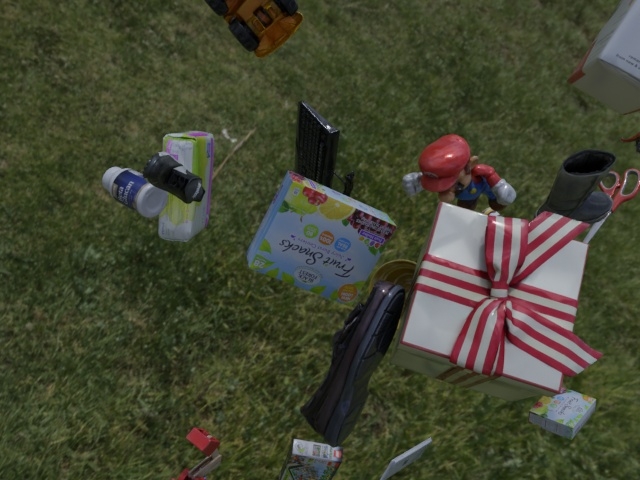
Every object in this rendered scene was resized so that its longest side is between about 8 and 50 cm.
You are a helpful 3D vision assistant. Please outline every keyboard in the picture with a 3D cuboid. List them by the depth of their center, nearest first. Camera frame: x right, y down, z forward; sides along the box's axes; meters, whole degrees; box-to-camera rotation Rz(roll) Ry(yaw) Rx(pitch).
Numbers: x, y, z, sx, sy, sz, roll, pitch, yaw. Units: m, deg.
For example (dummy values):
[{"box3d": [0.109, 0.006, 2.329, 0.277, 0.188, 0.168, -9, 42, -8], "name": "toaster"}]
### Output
[{"box3d": [0.008, -0.169, 1.449, 0.033, 0.317, 0.201, -41, 73, -19], "name": "keyboard"}, {"box3d": [0.227, 0.574, 1.647, 0.014, 0.072, 0.256, 41, 18, 27], "name": "keyboard"}]

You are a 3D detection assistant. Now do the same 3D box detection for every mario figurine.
[{"box3d": [0.325, -0.119, 1.478, 0.320, 0.198, 0.170, 21, 36, -51], "name": "mario figurine"}]

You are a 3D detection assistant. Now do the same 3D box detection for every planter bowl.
[{"box3d": [0.263, 0.159, 1.914, 0.217, 0.217, 0.090, 53, 23, 9], "name": "planter bowl"}]

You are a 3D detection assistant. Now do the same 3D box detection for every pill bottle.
[{"box3d": [-0.483, -0.130, 1.617, 0.169, 0.094, 0.094, 26, 33, 29], "name": "pill bottle"}]

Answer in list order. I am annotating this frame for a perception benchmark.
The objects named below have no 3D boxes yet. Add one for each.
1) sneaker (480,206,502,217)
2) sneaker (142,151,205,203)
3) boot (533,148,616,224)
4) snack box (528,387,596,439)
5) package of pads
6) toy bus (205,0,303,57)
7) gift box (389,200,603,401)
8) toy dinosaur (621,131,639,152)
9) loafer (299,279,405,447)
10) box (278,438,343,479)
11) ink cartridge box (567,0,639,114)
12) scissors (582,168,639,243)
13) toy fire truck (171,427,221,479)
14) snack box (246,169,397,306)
[{"box3d": [0.540, -0.013, 1.983, 0.070, 0.185, 0.084, -27, 46, -16], "name": "sneaker"}, {"box3d": [-0.315, -0.134, 1.404, 0.106, 0.078, 0.234, 29, -3, 8], "name": "sneaker"}, {"box3d": [0.519, -0.105, 1.218, 0.190, 0.208, 0.076, -19, 57, -13], "name": "boot"}, {"box3d": [0.548, 0.386, 1.420, 0.100, 0.037, 0.141, 16, 26, 38], "name": "snack box"}, {"box3d": [-0.377, -0.158, 1.779, 0.101, 0.296, 0.229, 6, 12, 2], "name": "package of pads"}, {"box3d": [-0.166, -0.544, 1.392, 0.220, 0.149, 0.211, 45, 10, -32], "name": "toy bus"}, {"box3d": [0.267, 0.097, 0.956, 0.276, 0.258, 0.255, 12, 73, 6], "name": "gift box"}, {"box3d": [0.723, -0.234, 1.392, 0.090, 0.082, 0.047, 26, 49, 21], "name": "toy dinosaur"}, {"box3d": [0.040, 0.189, 0.994, 0.095, 0.302, 0.109, 29, 24, 25], "name": "loafer"}, {"box3d": [-0.026, 0.519, 1.431, 0.114, 0.207, 0.036, 11, 48, -5], "name": "box"}, {"box3d": [0.551, -0.368, 0.994, 0.131, 0.306, 0.226, 31, 9, 6], "name": "ink cartridge box"}, {"box3d": [0.750, -0.074, 1.625, 0.297, 0.109, 0.021, -61, 141, -25], "name": "scissors"}, {"box3d": [-0.234, 0.452, 1.220, 0.047, 0.192, 0.135, 27, 68, 27], "name": "toy fire truck"}, {"box3d": [0.000, 0.000, 1.096, 0.207, 0.174, 0.070, 23, 17, -19], "name": "snack box"}]
